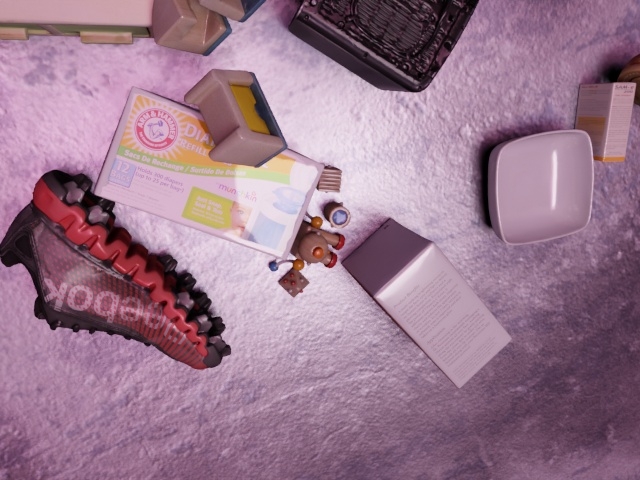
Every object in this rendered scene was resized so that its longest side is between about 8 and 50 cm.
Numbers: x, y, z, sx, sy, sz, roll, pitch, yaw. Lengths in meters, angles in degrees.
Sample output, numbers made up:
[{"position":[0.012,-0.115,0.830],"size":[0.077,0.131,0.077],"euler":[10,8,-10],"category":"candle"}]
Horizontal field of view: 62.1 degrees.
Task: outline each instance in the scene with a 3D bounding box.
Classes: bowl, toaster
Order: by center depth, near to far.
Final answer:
[{"position":[0.078,-0.262,0.567],"size":[0.186,0.110,0.168],"euler":[26,98,-19],"category":"toaster"},{"position":[0.282,-0.073,0.702],"size":[0.142,0.053,0.142],"euler":[-11,108,-12],"category":"bowl"}]

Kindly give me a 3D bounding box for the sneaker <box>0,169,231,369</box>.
[{"position":[-0.222,0.060,0.579],"size":[0.135,0.097,0.276],"euler":[-43,108,-1],"category":"sneaker"}]

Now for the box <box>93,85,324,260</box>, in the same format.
[{"position":[-0.117,-0.073,0.568],"size":[0.203,0.103,0.114],"euler":[19,99,-19],"category":"box"}]

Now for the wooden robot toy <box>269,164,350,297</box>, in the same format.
[{"position":[0.000,0.000,0.632],"size":[0.076,0.079,0.173],"euler":[20,99,-18],"category":"wooden robot toy"}]

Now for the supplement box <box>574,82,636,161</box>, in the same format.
[{"position":[0.370,-0.156,0.698],"size":[0.036,0.062,0.098],"euler":[-3,106,-13],"category":"supplement box"}]

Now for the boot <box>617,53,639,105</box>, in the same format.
[{"position":[0.530,-0.273,0.689],"size":[0.284,0.109,0.220],"euler":[8,98,-11],"category":"boot"}]

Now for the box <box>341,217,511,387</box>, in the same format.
[{"position":[0.127,0.073,0.657],"size":[0.091,0.130,0.170],"euler":[-43,110,0],"category":"box"}]

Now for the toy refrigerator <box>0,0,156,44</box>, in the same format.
[{"position":[-0.286,-0.232,0.484],"size":[0.270,0.102,0.094],"euler":[-5,105,-14],"category":"toy refrigerator"}]

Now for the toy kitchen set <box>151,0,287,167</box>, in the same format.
[{"position":[-0.019,-0.184,0.459],"size":[0.207,0.122,0.166],"euler":[-30,82,33],"category":"toy kitchen set"}]
